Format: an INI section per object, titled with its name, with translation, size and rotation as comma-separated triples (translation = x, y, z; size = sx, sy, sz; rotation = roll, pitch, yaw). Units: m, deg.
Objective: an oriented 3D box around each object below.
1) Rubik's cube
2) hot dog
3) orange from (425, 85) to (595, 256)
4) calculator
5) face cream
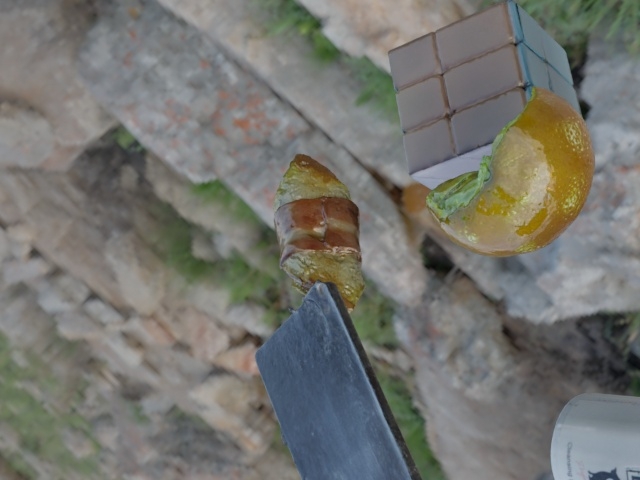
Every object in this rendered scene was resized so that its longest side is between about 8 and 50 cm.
[Rubik's cube]
translation = 0.262, -0.198, 1.964
size = 0.221, 0.224, 0.231
rotation = -20, 156, 28
[hot dog]
translation = -0.004, 0.002, 1.780
size = 0.123, 0.261, 0.093
rotation = 1, 148, -8
[orange]
translation = 0.256, -0.069, 1.646
size = 0.237, 0.179, 0.158
rotation = -45, 69, 26
[calculator]
translation = 0.015, 0.185, 1.284
size = 0.161, 0.021, 0.261
rotation = -46, 57, 42
[face cream]
translation = 0.459, 0.261, 1.491
size = 0.370, 0.145, 0.145
rotation = -3, 129, 48
